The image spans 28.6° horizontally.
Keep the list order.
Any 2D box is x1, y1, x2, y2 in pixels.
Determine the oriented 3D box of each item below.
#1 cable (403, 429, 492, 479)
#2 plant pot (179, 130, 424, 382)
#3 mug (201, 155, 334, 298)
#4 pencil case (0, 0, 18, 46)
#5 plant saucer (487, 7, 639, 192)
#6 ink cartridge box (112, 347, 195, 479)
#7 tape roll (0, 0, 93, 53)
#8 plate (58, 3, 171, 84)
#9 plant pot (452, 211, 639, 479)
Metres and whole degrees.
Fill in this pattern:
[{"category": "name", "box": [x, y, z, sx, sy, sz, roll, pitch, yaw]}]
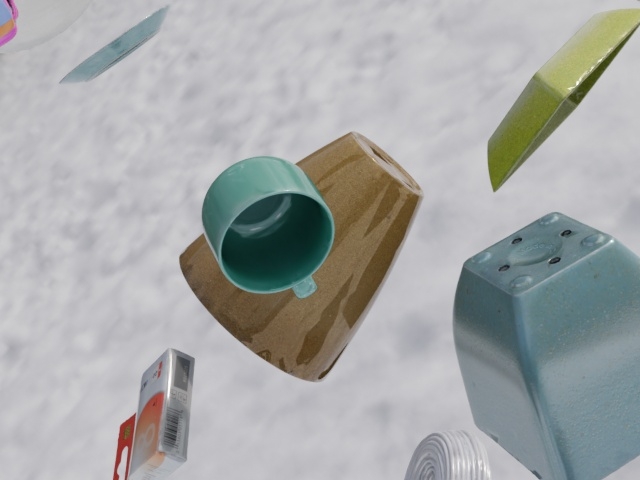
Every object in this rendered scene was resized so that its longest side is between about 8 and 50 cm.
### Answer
[{"category": "cable", "box": [0.209, 0.442, 2.111, 0.257, 0.089, 0.257, -89, 15, -45]}, {"category": "plant pot", "box": [0.000, 0.000, 1.525, 0.254, 0.237, 0.237, -48, 18, 12]}, {"category": "mug", "box": [-0.062, -0.013, 1.335, 0.097, 0.129, 0.158, -121, 34, -48]}, {"category": "pencil case", "box": [-0.335, -0.133, 0.933, 0.236, 0.104, 0.104, -38, 18, -2]}, {"category": "plant saucer", "box": [0.257, -0.163, 1.372, 0.188, 0.045, 0.188, -43, -10, -32]}, {"category": "ink cartridge box", "box": [-0.214, 0.229, 1.477, 0.179, 0.045, 0.145, -40, 35, 36]}, {"category": "tape roll", "box": [-0.281, -0.309, 1.071, 0.100, 0.286, 0.286, 22, 63, 26]}, {"category": "plate", "box": [-0.275, -0.261, 1.719, 0.188, 0.024, 0.188, -35, 10, 7]}, {"category": "plant pot", "box": [0.304, 0.113, 1.557, 0.248, 0.252, 0.247, -28, 22, -11]}]
